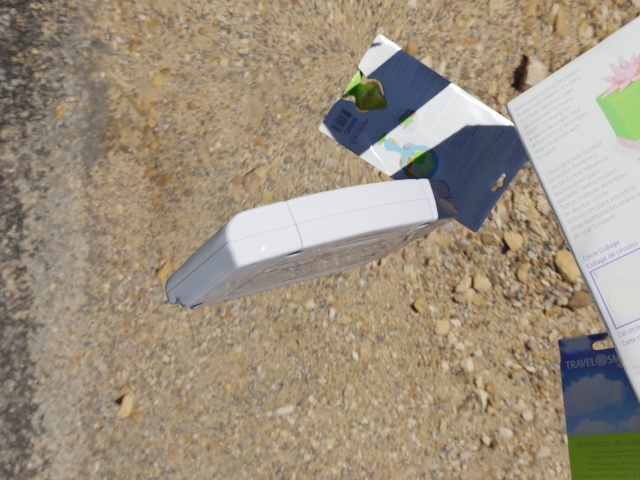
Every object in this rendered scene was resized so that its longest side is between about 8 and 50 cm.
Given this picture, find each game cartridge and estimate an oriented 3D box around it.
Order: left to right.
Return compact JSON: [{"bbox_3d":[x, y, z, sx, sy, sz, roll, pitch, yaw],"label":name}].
[{"bbox_3d":[0.000,0.000,0.716,0.198,0.297,0.062,-40,68,50],"label":"game cartridge"}]

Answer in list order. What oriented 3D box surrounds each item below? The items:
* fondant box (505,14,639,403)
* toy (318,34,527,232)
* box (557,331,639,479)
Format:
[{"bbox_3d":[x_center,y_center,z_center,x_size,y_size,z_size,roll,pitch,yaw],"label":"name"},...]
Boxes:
[{"bbox_3d":[0.319,-0.031,0.511,0.238,0.096,0.331,-32,59,31],"label":"fondant box"},{"bbox_3d":[0.132,-0.133,0.827,0.237,0.056,0.137,32,98,-7],"label":"toy"},{"bbox_3d":[0.283,0.174,0.603,0.042,0.178,0.109,22,150,-40],"label":"box"}]
